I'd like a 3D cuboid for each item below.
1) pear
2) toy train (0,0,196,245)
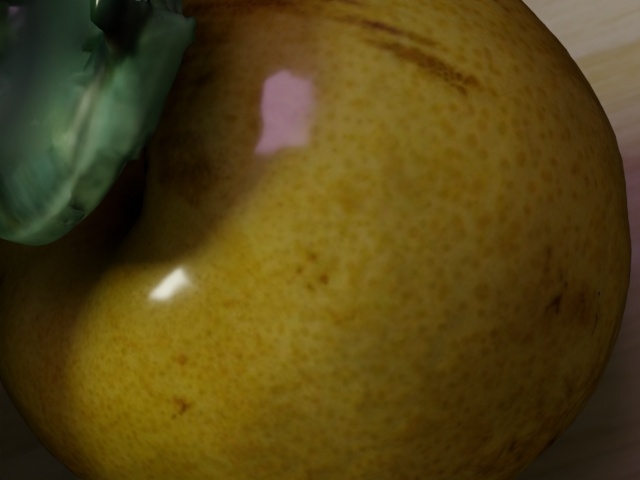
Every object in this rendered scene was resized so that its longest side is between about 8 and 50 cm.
[{"bbox_3d":[0.000,0.000,0.502,0.209,0.209,0.209,-13,49,15],"label":"pear"},{"bbox_3d":[-0.205,0.020,0.445,0.272,0.179,0.442,31,101,54],"label":"toy train"}]
